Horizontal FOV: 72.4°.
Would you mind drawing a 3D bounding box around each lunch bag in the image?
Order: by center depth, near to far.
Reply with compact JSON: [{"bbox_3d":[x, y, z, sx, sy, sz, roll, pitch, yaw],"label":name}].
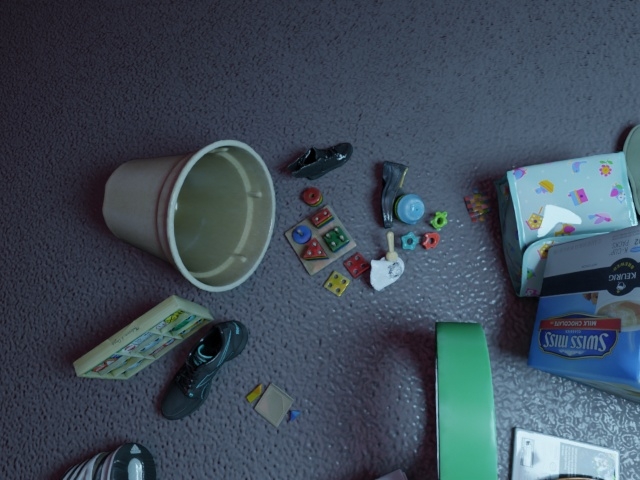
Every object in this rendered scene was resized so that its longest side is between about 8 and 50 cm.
[{"bbox_3d":[0.484,-0.021,0.869,0.223,0.160,0.262,-7,84,8],"label":"lunch bag"}]

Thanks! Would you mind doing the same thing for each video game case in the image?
[{"bbox_3d":[0.435,0.456,0.786,0.173,0.022,0.190,7,72,17],"label":"video game case"}]

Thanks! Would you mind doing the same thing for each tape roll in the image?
[{"bbox_3d":[0.232,0.298,0.730,0.077,0.321,0.321,-1,71,15],"label":"tape roll"}]

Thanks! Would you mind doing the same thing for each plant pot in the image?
[{"bbox_3d":[-0.326,-0.073,1.036,0.305,0.334,0.333,10,74,30],"label":"plant pot"}]

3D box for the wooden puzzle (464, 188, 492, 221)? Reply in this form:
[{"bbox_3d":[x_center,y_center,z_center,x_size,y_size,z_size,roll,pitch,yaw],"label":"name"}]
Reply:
[{"bbox_3d":[0.360,-0.082,1.000,0.049,0.006,0.083,-15,68,9],"label":"wooden puzzle"}]

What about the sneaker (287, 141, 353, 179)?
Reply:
[{"bbox_3d":[0.003,-0.204,1.092,0.170,0.089,0.051,-34,66,2],"label":"sneaker"}]

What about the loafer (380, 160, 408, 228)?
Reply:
[{"bbox_3d":[0.174,-0.109,1.031,0.061,0.062,0.170,3,76,9],"label":"loafer"}]

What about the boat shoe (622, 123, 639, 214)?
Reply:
[{"bbox_3d":[0.684,-0.136,0.903,0.081,0.069,0.227,-14,61,48],"label":"boat shoe"}]

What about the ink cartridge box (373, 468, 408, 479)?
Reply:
[{"bbox_3d":[0.064,0.556,0.736,0.278,0.117,0.201,-24,34,-2],"label":"ink cartridge box"}]

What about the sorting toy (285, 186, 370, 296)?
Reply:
[{"bbox_3d":[0.000,0.000,1.046,0.132,0.046,0.274,-34,67,2],"label":"sorting toy"}]

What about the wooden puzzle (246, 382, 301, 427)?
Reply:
[{"bbox_3d":[-0.103,0.362,0.965,0.116,0.014,0.078,38,88,23],"label":"wooden puzzle"}]

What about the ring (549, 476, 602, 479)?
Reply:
[{"bbox_3d":[0.455,0.573,0.714,0.337,0.032,0.336,-4,77,16],"label":"ring"}]

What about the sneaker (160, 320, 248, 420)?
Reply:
[{"bbox_3d":[-0.280,0.286,0.989,0.101,0.106,0.267,34,84,21],"label":"sneaker"}]

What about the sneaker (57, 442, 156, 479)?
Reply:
[{"bbox_3d":[-0.469,0.679,0.892,0.257,0.169,0.447,-22,59,16],"label":"sneaker"}]

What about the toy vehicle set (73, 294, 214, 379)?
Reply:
[{"bbox_3d":[-0.395,0.228,1.004,0.267,0.166,0.035,-35,66,1],"label":"toy vehicle set"}]

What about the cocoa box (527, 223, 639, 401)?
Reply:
[{"bbox_3d":[0.559,0.150,0.684,0.347,0.231,0.228,20,77,-7],"label":"cocoa box"}]

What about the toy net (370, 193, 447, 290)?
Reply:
[{"bbox_3d":[0.188,0.014,0.990,0.122,0.045,0.232,31,89,-18],"label":"toy net"}]
